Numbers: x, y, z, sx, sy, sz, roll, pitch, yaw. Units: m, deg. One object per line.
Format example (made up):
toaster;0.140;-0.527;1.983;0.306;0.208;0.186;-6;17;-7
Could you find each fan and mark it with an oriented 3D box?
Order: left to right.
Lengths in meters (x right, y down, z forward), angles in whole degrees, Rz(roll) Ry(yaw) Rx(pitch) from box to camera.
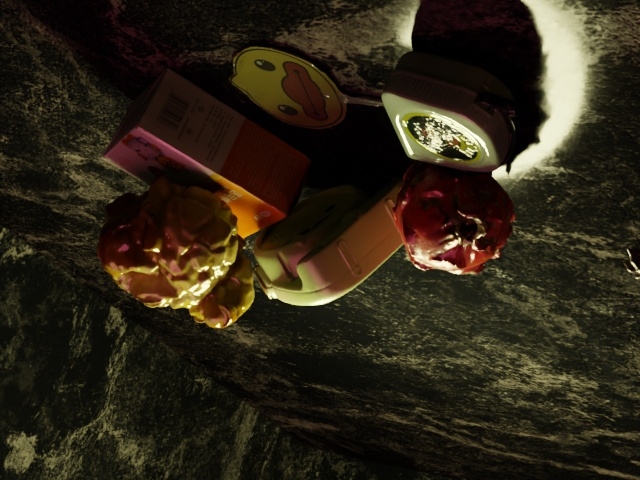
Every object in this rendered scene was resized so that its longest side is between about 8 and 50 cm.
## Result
fan;-0.018;-0.254;1.774;0.335;0.011;0.229;11;155;26

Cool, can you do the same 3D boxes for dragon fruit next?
dragon fruit;0.224;-0.038;1.731;0.205;0.210;0.268;27;-172;-12

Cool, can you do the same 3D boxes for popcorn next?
popcorn;-0.259;0.017;1.970;0.332;0.225;0.265;41;126;-2

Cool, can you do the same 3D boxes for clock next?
clock;0.000;0.000;1.998;0.348;0.286;0.117;-2;124;55

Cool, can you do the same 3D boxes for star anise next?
star anise;0.598;0.066;1.848;0.124;0.056;0.129;25;157;26

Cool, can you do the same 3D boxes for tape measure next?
tape measure;0.215;-0.185;1.591;0.207;0.115;0.235;18;161;26

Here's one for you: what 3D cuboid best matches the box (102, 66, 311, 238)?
box;-0.217;-0.156;2.008;0.341;0.143;0.225;32;156;-19
